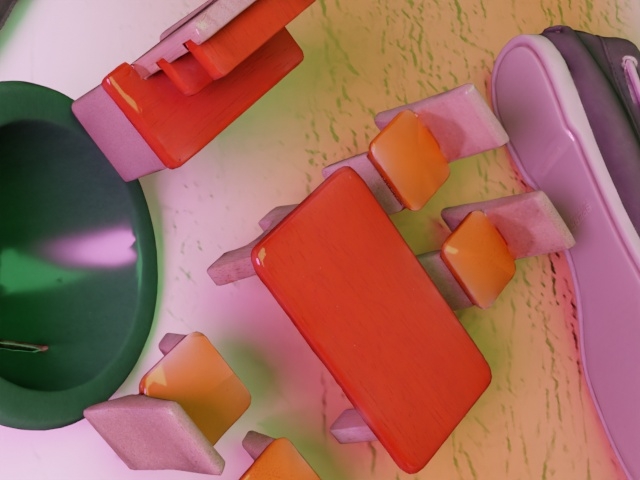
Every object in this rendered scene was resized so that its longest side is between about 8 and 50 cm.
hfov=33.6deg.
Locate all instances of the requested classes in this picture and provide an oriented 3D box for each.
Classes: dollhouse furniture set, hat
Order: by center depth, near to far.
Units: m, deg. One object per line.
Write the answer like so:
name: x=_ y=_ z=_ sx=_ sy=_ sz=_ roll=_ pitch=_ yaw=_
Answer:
dollhouse furniture set: x=0.000 y=0.000 z=0.538 sx=0.262 sy=0.135 sz=0.259 roll=-46 pitch=109 yaw=-30
hat: x=-0.217 y=0.014 z=0.551 sx=0.208 sy=0.184 sz=0.173 roll=18 pitch=69 yaw=-62

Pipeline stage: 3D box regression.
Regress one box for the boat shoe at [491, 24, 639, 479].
boat shoe: x=0.208 y=0.009 z=0.668 sx=0.096 sy=0.112 sz=0.335 roll=-10 pitch=71 yaw=-19

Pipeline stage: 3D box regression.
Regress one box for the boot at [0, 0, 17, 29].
boot: x=-0.245 y=-0.169 z=0.592 sx=0.190 sy=0.076 sz=0.208 roll=38 pitch=69 yaw=-2
